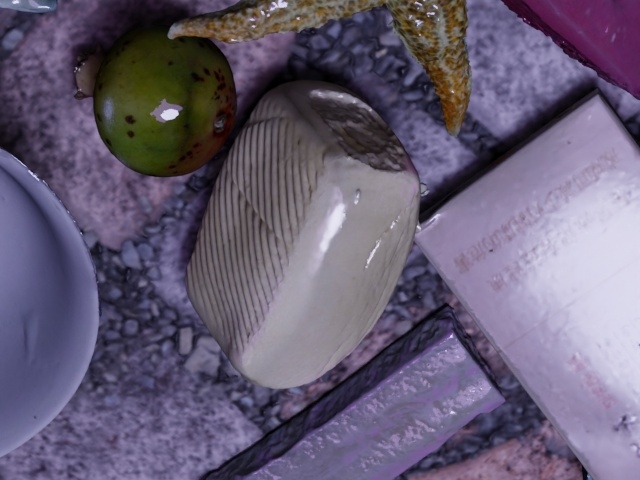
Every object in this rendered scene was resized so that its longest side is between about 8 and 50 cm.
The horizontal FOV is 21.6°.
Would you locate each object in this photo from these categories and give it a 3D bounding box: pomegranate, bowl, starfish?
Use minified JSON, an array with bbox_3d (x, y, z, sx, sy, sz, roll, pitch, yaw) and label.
[{"bbox_3d":[-0.126,-0.114,1.330,0.130,0.130,0.130,-3,121,-5],"label":"pomegranate"},{"bbox_3d":[-0.346,0.014,1.348,0.345,0.157,0.346,-3,121,-4],"label":"bowl"},{"bbox_3d":[0.059,-0.213,1.279,0.357,0.078,0.347,-33,123,-3],"label":"starfish"}]

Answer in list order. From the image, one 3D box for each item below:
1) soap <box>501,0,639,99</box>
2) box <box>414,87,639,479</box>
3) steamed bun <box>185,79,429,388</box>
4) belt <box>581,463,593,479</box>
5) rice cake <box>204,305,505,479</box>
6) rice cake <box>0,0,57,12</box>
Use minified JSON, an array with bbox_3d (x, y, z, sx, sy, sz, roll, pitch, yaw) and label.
[{"bbox_3d":[0.249,-0.288,1.218,0.220,0.127,0.325,37,90,-34],"label":"soap"},{"bbox_3d":[0.262,0.075,1.445,0.204,0.051,0.365,-36,95,13],"label":"box"},{"bbox_3d":[0.000,0.000,1.385,0.152,0.170,0.239,6,120,-32],"label":"steamed bun"},{"bbox_3d":[0.345,0.192,1.561,0.206,0.116,0.268,28,113,-9],"label":"belt"},{"bbox_3d":[0.033,0.186,1.558,0.298,0.050,0.106,-36,118,14],"label":"rice cake"},{"bbox_3d":[-0.202,-0.320,1.223,0.066,0.063,0.336,9,119,-9],"label":"rice cake"}]
